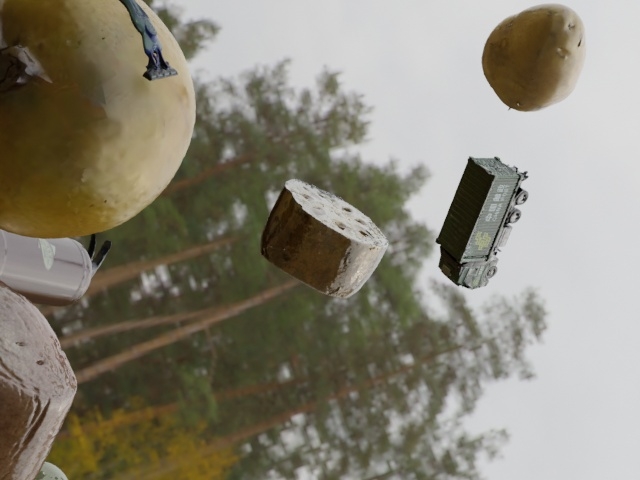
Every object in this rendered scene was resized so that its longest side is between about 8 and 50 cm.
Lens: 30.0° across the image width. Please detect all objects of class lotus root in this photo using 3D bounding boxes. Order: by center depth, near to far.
[{"bbox_3d":[0.001,0.001,1.160,0.081,0.122,0.112,-60,-155,8],"label":"lotus root"}]

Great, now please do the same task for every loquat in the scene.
[{"bbox_3d":[-0.308,-0.156,1.461,0.328,0.328,0.359,68,11,15],"label":"loquat"}]

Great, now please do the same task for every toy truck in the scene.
[{"bbox_3d":[0.306,-0.029,2.283,0.088,0.121,0.259,44,-54,41],"label":"toy truck"}]

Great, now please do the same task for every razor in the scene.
[{"bbox_3d":[-0.179,-0.212,1.075,0.028,0.044,0.154,-41,-99,31],"label":"razor"}]

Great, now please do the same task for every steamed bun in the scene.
[{"bbox_3d":[-0.278,0.106,0.941,0.175,0.106,0.145,44,-60,24],"label":"steamed bun"}]

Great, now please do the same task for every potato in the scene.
[{"bbox_3d":[0.335,-0.277,1.857,0.161,0.128,0.235,42,-24,-17],"label":"potato"}]

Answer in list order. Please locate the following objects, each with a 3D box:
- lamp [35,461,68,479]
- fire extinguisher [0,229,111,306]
[{"bbox_3d":[-0.339,0.339,1.492,0.163,0.091,0.091,27,-48,50],"label":"lamp"},{"bbox_3d":[-0.446,0.030,1.835,0.114,0.337,0.135,24,-88,28],"label":"fire extinguisher"}]
